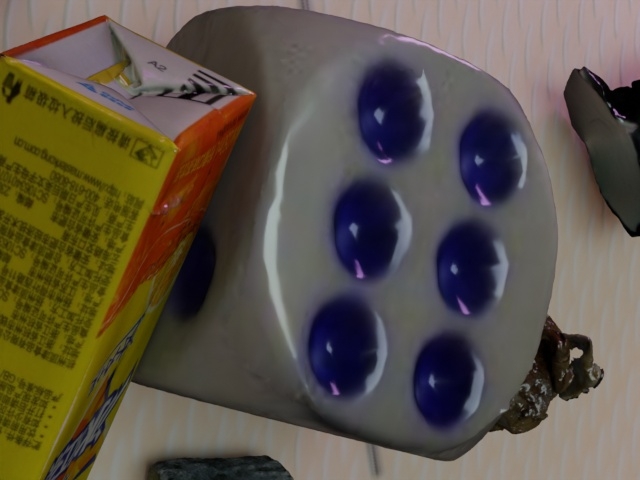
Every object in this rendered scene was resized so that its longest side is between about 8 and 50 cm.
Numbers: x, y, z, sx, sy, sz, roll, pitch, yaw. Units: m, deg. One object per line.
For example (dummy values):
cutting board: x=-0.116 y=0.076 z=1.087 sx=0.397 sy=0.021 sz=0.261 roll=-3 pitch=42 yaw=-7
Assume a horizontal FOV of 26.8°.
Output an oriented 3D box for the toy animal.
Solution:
toy animal: x=0.317 y=-0.103 z=1.186 sx=0.179 sy=0.138 sz=0.166 roll=-26 pitch=121 yaw=-23

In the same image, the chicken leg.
chicken leg: x=0.155 y=0.067 z=1.113 sx=0.080 sy=0.125 sz=0.196 roll=26 pitch=38 yaw=-41

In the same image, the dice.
dice: x=0.000 y=0.000 z=0.932 sx=0.243 sy=0.251 sz=0.259 roll=16 pitch=83 yaw=-29

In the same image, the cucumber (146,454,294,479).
cucumber: x=-0.074 y=0.191 z=1.001 sx=0.112 sy=0.064 sz=0.064 roll=0 pitch=91 yaw=-31

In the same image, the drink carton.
drink carton: x=-0.170 y=0.056 z=0.788 sx=0.111 sy=0.154 sz=0.351 roll=28 pitch=112 yaw=4
